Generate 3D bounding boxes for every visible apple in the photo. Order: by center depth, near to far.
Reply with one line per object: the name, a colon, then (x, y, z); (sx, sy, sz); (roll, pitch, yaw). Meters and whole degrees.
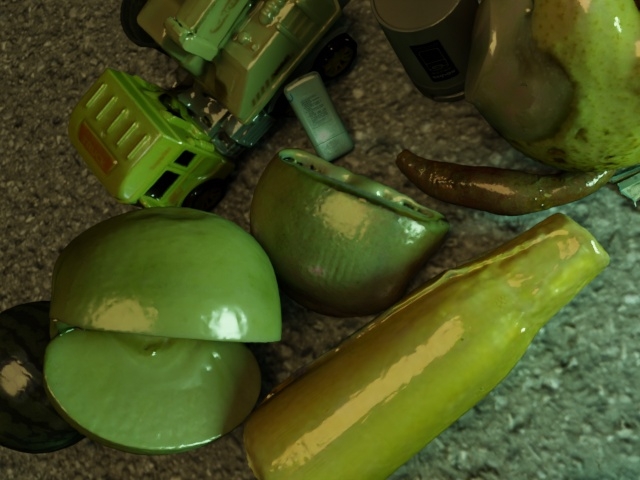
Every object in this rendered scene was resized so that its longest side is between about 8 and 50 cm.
apple: (-0.188, 0.102, 0.698); (0.292, 0.254, 0.291); (-29, 57, 59)
apple: (0.000, 0.000, 0.741); (0.265, 0.120, 0.193); (30, 104, 27)

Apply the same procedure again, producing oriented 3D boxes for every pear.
pear: (0.279, -0.199, 0.577); (0.271, 0.271, 0.270); (-4, 78, 22)

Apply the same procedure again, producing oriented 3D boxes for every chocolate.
chocolate: (0.115, 0.133, 0.661); (0.445, 0.162, 0.162); (-40, 68, 6)

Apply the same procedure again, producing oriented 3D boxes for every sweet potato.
sweet potato: (0.213, -0.066, 0.694); (0.256, 0.058, 0.078); (5, 64, 20)

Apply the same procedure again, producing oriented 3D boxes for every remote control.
remote control: (-0.001, -0.160, 0.771); (0.053, 0.124, 0.017); (-28, 34, 6)

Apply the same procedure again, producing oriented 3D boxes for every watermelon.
watermelon: (-0.388, 0.186, 0.817); (0.212, 0.212, 0.212); (-4, 78, 22)

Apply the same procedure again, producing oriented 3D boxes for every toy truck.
toy truck: (-0.147, -0.215, 0.772); (0.405, 0.254, 0.180); (-45, 71, 13)

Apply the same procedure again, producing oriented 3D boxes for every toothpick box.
toothpick box: (0.137, -0.250, 0.692); (0.111, 0.181, 0.111); (-5, 77, 23)

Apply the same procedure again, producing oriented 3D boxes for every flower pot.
flower pot: (-0.210, -0.343, 0.897); (0.158, 0.107, 0.157); (-6, 75, 22)

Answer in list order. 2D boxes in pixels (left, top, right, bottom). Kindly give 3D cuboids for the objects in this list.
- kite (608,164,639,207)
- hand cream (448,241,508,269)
kite: (0.504, -0.015, 0.584); (0.406, 0.014, 0.368); (27, 91, 25)
hand cream: (0.205, 0.025, 0.700); (0.102, 0.022, 0.035); (-21, 72, 12)
